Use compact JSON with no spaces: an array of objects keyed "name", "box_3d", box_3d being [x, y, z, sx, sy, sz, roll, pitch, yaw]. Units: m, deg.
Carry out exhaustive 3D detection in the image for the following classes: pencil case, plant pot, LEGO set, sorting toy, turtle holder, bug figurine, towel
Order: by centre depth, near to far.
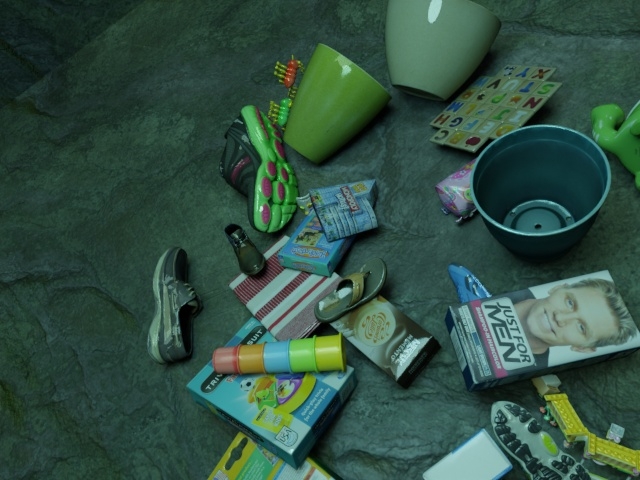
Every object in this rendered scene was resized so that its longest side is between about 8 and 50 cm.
[{"name":"LEGO set","box_3d":[0.530,0.400,1.022,0.132,0.107,0.287,-27,43,-33]},{"name":"turtle holder","box_3d":[0.806,-0.242,1.158,0.227,0.243,0.320,-50,15,-24]},{"name":"plant pot","box_3d":[0.496,-0.077,1.167,0.271,0.255,0.272,-10,61,18]},{"name":"pencil case","box_3d":[0.438,-0.170,1.328,0.284,0.124,0.124,-36,56,3]},{"name":"towel","box_3d":[-0.089,0.133,1.405,0.237,0.037,0.329,-41,46,-12]},{"name":"sorting toy","box_3d":[-0.037,-0.118,1.533,0.083,0.075,0.045,-21,58,14]},{"name":"plant pot","box_3d":[0.021,-0.393,1.560,0.275,0.275,0.293,43,102,34]},{"name":"bug figurine","box_3d":[-0.091,-0.459,1.651,0.072,0.279,0.216,15,90,9]}]

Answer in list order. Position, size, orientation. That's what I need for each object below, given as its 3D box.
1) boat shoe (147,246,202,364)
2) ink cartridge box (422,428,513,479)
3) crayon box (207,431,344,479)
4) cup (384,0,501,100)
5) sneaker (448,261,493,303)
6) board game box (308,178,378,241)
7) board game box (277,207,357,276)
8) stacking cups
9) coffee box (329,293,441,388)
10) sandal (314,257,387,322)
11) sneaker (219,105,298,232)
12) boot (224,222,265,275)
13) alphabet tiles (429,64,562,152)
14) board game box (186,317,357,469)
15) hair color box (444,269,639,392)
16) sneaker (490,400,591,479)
[{"name":"boat shoe","box_3d":[-0.419,0.190,1.526,0.130,0.132,0.355,-5,71,11]},{"name":"ink cartridge box","box_3d":[0.299,0.458,1.009,0.148,0.203,0.086,-39,58,1]},{"name":"crayon box","box_3d":[-0.089,0.582,1.188,0.323,0.083,0.203,28,78,32]},{"name":"cup","box_3d":[0.321,-0.546,1.483,0.331,0.331,0.237,24,102,32]},{"name":"sneaker","box_3d":[0.361,0.141,1.223,0.082,0.069,0.209,-34,57,-1]},{"name":"board game box","box_3d":[0.083,-0.099,1.434,0.194,0.060,0.194,-18,39,-4]},{"name":"board game box","box_3d":[0.000,0.000,1.429,0.160,0.047,0.210,12,47,29]},{"name":"stacking cups","box_3d":[-0.099,0.282,1.216,0.316,0.096,0.096,-7,61,5]},{"name":"coffee box","box_3d":[0.151,0.226,1.256,0.246,0.098,0.141,36,82,34]},{"name":"sandal","box_3d":[0.070,0.120,1.253,0.219,0.060,0.090,-34,53,4]},{"name":"sneaker","box_3d":[-0.207,-0.208,1.623,0.202,0.185,0.483,-33,51,27]},{"name":"boot","box_3d":[-0.228,0.024,1.471,0.082,0.106,0.219,-38,26,-5]},{"name":"alphabet tiles","box_3d":[0.473,-0.373,1.410,0.342,0.011,0.285,-44,36,-9]},{"name":"board game box","box_3d":[-0.120,0.359,1.261,0.336,0.079,0.254,20,49,30]},{"name":"hair color box","box_3d":[0.461,0.192,1.081,0.347,0.105,0.174,-13,63,0]},{"name":"sneaker","box_3d":[0.441,0.440,1.016,0.107,0.110,0.275,-33,75,-2]}]
